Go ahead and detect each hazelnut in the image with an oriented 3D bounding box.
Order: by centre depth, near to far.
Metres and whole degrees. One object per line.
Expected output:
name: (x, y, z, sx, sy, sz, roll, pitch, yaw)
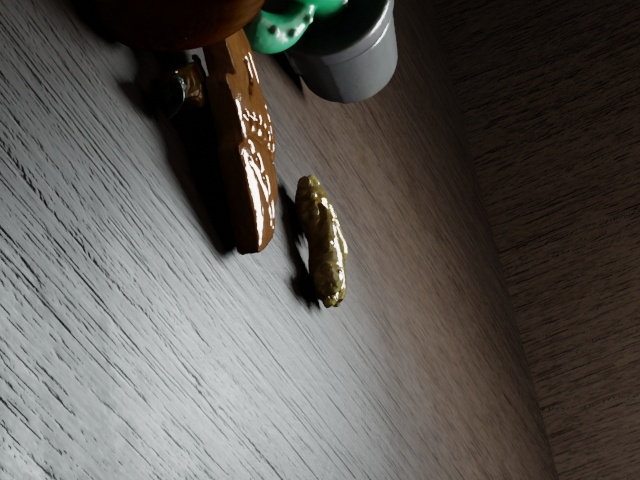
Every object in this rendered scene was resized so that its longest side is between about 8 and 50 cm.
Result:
hazelnut: (-0.153, -0.280, 1.594, 0.208, 0.208, 0.208, -22, 90, -77)

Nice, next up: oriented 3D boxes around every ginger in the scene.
ginger: (0.000, 0.000, 2.001, 0.193, 0.052, 0.176, 34, 36, -81)

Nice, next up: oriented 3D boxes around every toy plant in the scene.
toy plant: (-0.004, -0.336, 2.196, 0.185, 0.279, 0.400, 41, -10, 26)

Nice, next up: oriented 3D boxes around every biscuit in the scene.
biscuit: (-0.082, -0.114, 1.773, 0.284, 0.043, 0.306, 71, 10, -57)

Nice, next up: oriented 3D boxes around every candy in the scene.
candy: (-0.145, -0.161, 1.695, 0.182, 0.046, 0.053, -72, 145, -77)
